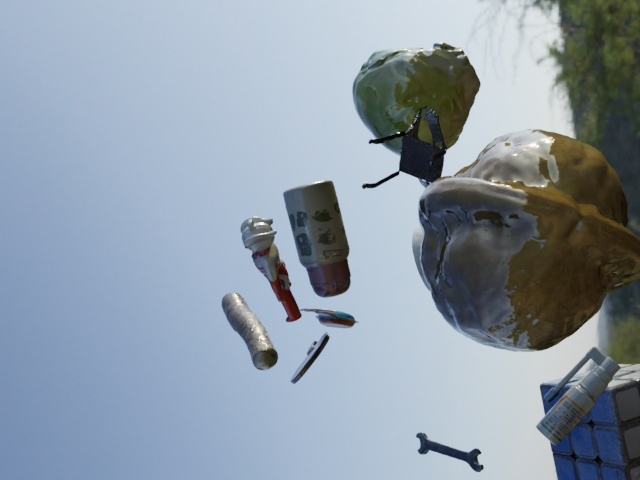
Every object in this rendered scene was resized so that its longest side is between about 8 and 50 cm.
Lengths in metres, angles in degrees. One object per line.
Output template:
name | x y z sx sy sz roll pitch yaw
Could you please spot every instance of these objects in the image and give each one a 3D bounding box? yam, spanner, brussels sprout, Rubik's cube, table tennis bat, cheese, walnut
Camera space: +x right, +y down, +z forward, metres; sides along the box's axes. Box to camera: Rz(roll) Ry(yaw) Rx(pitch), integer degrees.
yam | -0.155 0.195 1.855 0.299 0.066 0.066 -137 42 -63
spanner | 0.290 0.478 1.930 0.015 0.254 0.054 5 -94 -27
brussels sprout | 0.236 -0.338 2.080 0.242 0.316 0.274 -46 -50 -69
Rubik's cube | 0.821 0.508 2.300 0.303 0.301 0.305 -11 -92 -24
table tennis bat | -0.020 0.251 1.857 0.130 0.019 0.220 -52 0 4
cheese | 0.025 0.187 2.074 0.256 0.106 0.037 34 -121 -69
walnut | 0.324 0.005 1.347 0.383 0.383 0.384 7 -90 -68

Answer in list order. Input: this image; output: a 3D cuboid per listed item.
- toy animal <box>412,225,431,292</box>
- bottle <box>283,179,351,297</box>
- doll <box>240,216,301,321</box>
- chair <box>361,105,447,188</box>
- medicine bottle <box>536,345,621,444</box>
toy animal | 0.412 0.007 2.087 0.241 0.367 0.196 -72 -38 -77
bottle | 0.000 0.000 1.873 0.120 0.120 0.253 -16 -87 -66
doll | -0.138 0.071 2.414 0.384 0.099 0.188 72 178 -46
chair | 0.198 -0.172 1.749 0.213 0.149 0.174 -45 -32 -46
medicine bottle | 0.552 0.335 1.851 0.221 0.092 0.061 -48 -34 3
